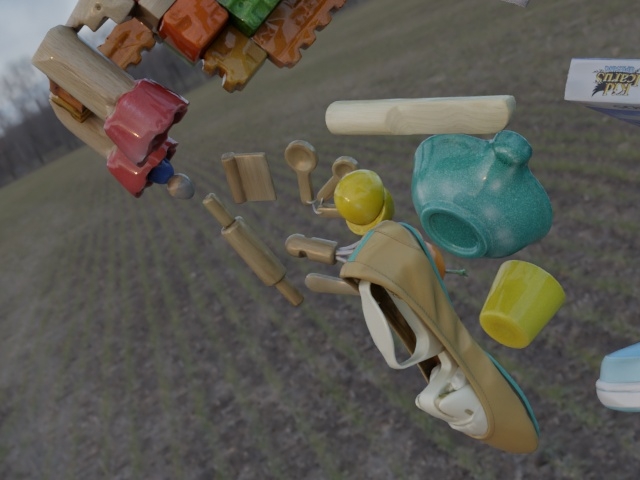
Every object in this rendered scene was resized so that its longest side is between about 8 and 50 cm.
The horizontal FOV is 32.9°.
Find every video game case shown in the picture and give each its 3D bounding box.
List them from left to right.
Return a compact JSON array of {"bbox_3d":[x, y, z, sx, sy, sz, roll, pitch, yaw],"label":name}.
[{"bbox_3d":[0.496,-0.176,1.410,0.270,0.061,0.244,10,2,-42],"label":"video game case"}]

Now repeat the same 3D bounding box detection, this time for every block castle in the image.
[{"bbox_3d":[-0.103,-0.268,1.234,0.453,0.213,0.303,-52,4,-11],"label":"block castle"}]

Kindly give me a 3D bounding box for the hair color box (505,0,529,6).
[{"bbox_3d":[0.273,-0.517,1.512,0.105,0.174,0.347,-99,26,-50],"label":"hair color box"}]

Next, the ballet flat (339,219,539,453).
[{"bbox_3d":[0.089,0.094,0.860,0.073,0.232,0.080,-40,13,-27],"label":"ballet flat"}]

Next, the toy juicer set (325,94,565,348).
[{"bbox_3d":[0.105,-0.049,0.957,0.209,0.329,0.089,21,60,30],"label":"toy juicer set"}]

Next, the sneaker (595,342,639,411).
[{"bbox_3d":[0.364,0.032,0.932,0.127,0.208,0.319,-2,-14,-46],"label":"sneaker"}]

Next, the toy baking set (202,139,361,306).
[{"bbox_3d":[-0.006,0.001,1.153,0.197,0.256,0.030,-20,26,38],"label":"toy baking set"}]
